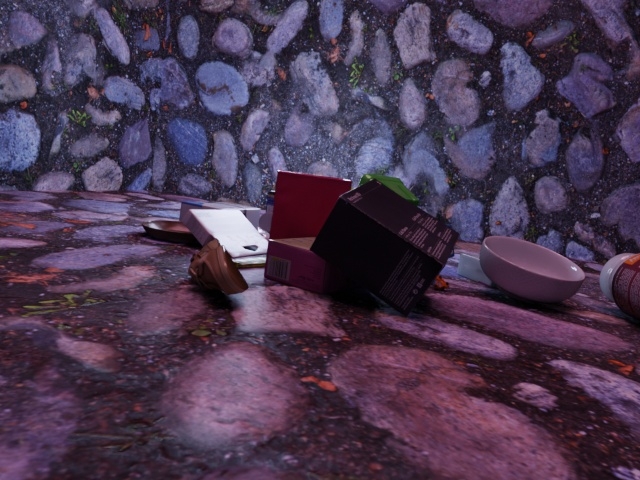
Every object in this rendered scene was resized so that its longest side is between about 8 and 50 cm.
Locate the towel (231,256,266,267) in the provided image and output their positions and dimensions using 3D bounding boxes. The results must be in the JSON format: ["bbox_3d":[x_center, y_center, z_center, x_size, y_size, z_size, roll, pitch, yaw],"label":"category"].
[{"bbox_3d":[-0.219,0.068,1.694,0.102,0.021,0.237,15,10,40],"label":"towel"}]

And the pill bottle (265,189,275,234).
[{"bbox_3d":[-0.192,-0.114,2.341,0.122,0.219,0.123,8,8,-1],"label":"pill bottle"}]

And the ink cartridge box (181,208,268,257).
[{"bbox_3d":[-0.333,-0.012,1.922,0.261,0.066,0.296,45,22,19],"label":"ink cartridge box"}]

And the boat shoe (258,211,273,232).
[{"bbox_3d":[-0.132,-0.025,2.169,0.306,0.113,0.105,22,-6,36],"label":"boat shoe"}]

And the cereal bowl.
[{"bbox_3d":[0.701,0.115,1.743,0.338,0.141,0.339,12,20,-5],"label":"cereal bowl"}]

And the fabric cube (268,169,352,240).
[{"bbox_3d":[-0.041,-0.104,1.805,0.254,0.258,0.259,6,8,-4],"label":"fabric cube"}]

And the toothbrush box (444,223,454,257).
[{"bbox_3d":[0.295,0.026,1.819,0.295,0.126,0.216,-16,12,-34],"label":"toothbrush box"}]

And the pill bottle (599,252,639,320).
[{"bbox_3d":[1.068,0.159,1.610,0.224,0.224,0.392,8,7,1],"label":"pill bottle"}]

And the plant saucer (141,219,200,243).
[{"bbox_3d":[-0.541,-0.033,2.004,0.310,0.050,0.310,8,7,-1],"label":"plant saucer"}]

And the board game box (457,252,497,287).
[{"bbox_3d":[0.736,0.123,2.029,0.303,0.098,0.224,4,9,-20],"label":"board game box"}]

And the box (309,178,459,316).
[{"bbox_3d":[0.192,0.002,1.430,0.312,0.179,0.343,36,24,10],"label":"box"}]

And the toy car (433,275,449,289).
[{"bbox_3d":[0.378,0.150,1.735,0.040,0.060,0.122,-45,15,-24],"label":"toy car"}]

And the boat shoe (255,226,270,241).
[{"bbox_3d":[-0.237,-0.012,2.142,0.063,0.066,0.184,20,0,-23],"label":"boat shoe"}]

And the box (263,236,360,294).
[{"bbox_3d":[-0.009,0.069,1.542,0.213,0.117,0.243,13,10,32],"label":"box"}]

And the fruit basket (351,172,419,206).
[{"bbox_3d":[0.180,-0.111,2.159,0.282,0.392,0.392,2,10,-41],"label":"fruit basket"}]

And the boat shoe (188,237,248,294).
[{"bbox_3d":[-0.263,0.081,1.275,0.110,0.122,0.341,-32,14,-10],"label":"boat shoe"}]

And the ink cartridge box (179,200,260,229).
[{"bbox_3d":[-0.446,-0.100,2.301,0.223,0.129,0.307,11,8,25],"label":"ink cartridge box"}]
